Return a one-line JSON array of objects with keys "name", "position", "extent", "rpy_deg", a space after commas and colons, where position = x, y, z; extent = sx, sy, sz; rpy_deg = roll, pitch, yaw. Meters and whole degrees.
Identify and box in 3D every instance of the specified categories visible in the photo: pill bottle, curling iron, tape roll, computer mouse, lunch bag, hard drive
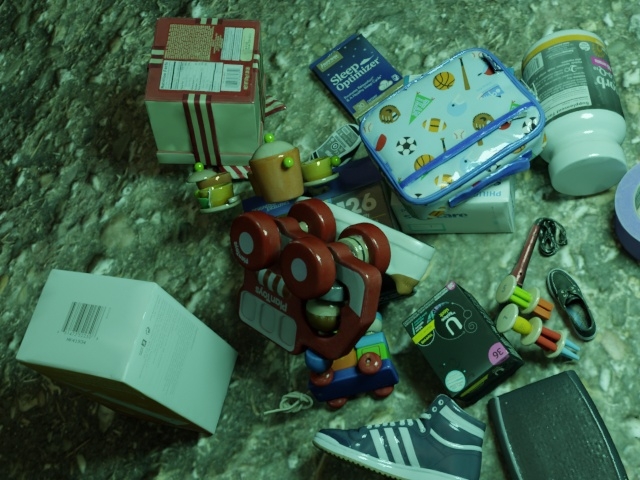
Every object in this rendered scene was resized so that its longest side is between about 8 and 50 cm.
[{"name": "pill bottle", "position": [0.466, -0.233, 1.508], "extent": [0.162, 0.162, 0.279], "rpy_deg": [-11, 61, 14]}, {"name": "curling iron", "position": [0.360, 0.073, 1.459], "extent": [0.068, 0.035, 0.274], "rpy_deg": [24, 74, 28]}, {"name": "tape roll", "position": [0.603, -0.049, 1.411], "extent": [0.189, 0.080, 0.189], "rpy_deg": [-9, 61, 16]}, {"name": "computer mouse", "position": [0.015, -0.162, 1.705], "extent": [0.193, 0.042, 0.106], "rpy_deg": [-39, 53, 4]}, {"name": "lunch bag", "position": [0.240, -0.188, 1.449], "extent": [0.303, 0.115, 0.243], "rpy_deg": [-32, 61, 2]}, {"name": "hard drive", "position": [0.379, 0.339, 1.302], "extent": [0.172, 0.054, 0.255], "rpy_deg": [-22, 59, 8]}]

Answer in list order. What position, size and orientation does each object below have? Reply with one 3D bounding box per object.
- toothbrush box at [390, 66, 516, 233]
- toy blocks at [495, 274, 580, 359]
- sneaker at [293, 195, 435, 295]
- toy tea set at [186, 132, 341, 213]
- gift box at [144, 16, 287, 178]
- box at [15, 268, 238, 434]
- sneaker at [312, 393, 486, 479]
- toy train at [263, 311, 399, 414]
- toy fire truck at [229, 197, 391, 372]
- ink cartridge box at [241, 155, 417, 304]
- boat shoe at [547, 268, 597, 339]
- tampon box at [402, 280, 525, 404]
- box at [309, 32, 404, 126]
[{"name": "toothbrush box", "position": [0.261, -0.169, 1.568], "extent": [0.216, 0.126, 0.296], "rpy_deg": [-2, 63, 18]}, {"name": "toy blocks", "position": [0.371, 0.136, 1.391], "extent": [0.054, 0.148, 0.123], "rpy_deg": [-51, 18, 39]}, {"name": "sneaker", "position": [0.054, 0.010, 1.478], "extent": [0.290, 0.106, 0.123], "rpy_deg": [26, 95, 30]}, {"name": "toy tea set", "position": [-0.138, -0.138, 1.595], "extent": [0.336, 0.200, 0.124], "rpy_deg": [-8, 103, 29]}, {"name": "gift box", "position": [-0.214, -0.290, 1.734], "extent": [0.276, 0.258, 0.255], "rpy_deg": [7, 62, 1]}, {"name": "box", "position": [-0.324, 0.204, 1.452], "extent": [0.215, 0.345, 0.168], "rpy_deg": [6, 66, 22]}, {"name": "sneaker", "position": [0.136, 0.320, 1.371], "extent": [0.282, 0.099, 0.153], "rpy_deg": [13, 73, 18]}, {"name": "toy train", "position": [0.008, 0.218, 1.477], "extent": [0.248, 0.105, 0.143], "rpy_deg": [-16, 49, 12]}, {"name": "toy fire truck", "position": [-0.025, 0.082, 1.395], "extent": [0.169, 0.254, 0.302], "rpy_deg": [-16, 32, -43]}, {"name": "ink cartridge box", "position": [0.000, 0.000, 1.588], "extent": [0.303, 0.072, 0.307], "rpy_deg": [-19, 69, 11]}, {"name": "boat shoe", "position": [0.433, 0.103, 1.414], "extent": [0.049, 0.040, 0.142], "rpy_deg": [-26, 58, 5]}, {"name": "tampon box", "position": [0.241, 0.174, 1.395], "extent": [0.120, 0.101, 0.161], "rpy_deg": [-42, 57, 12]}, {"name": "box", "position": [0.076, -0.362, 1.790], "extent": [0.136, 0.036, 0.225], "rpy_deg": [-36, 56, -1]}]
